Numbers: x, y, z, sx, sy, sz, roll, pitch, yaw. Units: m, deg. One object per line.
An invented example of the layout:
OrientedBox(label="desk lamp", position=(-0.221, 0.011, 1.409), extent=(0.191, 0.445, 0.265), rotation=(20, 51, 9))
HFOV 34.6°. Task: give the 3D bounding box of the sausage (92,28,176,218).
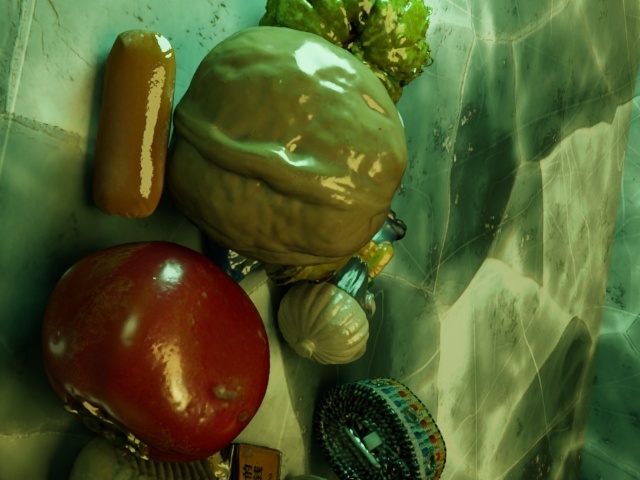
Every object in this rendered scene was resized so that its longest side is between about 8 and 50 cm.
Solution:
OrientedBox(label="sausage", position=(-0.271, -0.170, 1.505), extent=(0.105, 0.105, 0.275), rotation=(3, 95, -56))

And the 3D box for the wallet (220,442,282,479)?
OrientedBox(label="wallet", position=(-0.127, 0.474, 1.902), extent=(0.161, 0.042, 0.196), rotation=(27, 60, -55))

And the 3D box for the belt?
OrientedBox(label="belt", position=(0.136, 0.413, 2.099), extent=(0.207, 0.295, 0.160), rotation=(-55, 153, 19))

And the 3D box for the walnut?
OrientedBox(label="walnut", position=(-0.051, -0.138, 1.579), extent=(0.381, 0.381, 0.381), rotation=(-20, 115, -52))

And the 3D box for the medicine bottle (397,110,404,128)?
OrientedBox(label="medicine bottle", position=(0.050, -0.188, 1.936), extent=(0.225, 0.139, 0.139), rotation=(-28, 121, -49))

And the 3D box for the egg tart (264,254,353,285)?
OrientedBox(label="egg tart", position=(0.000, 0.000, 1.843), extent=(0.106, 0.241, 0.241), rotation=(45, 56, -13))

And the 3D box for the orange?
OrientedBox(label="orange", position=(0.039, -0.358, 1.766), extent=(0.300, 0.223, 0.301), rotation=(33, 107, -27))

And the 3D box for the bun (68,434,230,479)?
OrientedBox(label="bun", position=(-0.261, 0.412, 1.551), extent=(0.281, 0.281, 0.205), rotation=(10, 102, -56))

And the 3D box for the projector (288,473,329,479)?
OrientedBox(label="projector", position=(0.020, 0.644, 2.017), extent=(0.249, 0.248, 0.249), rotation=(-56, 139, -30))

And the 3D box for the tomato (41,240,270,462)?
OrientedBox(label="tomato", position=(-0.234, 0.158, 1.471), extent=(0.325, 0.293, 0.290), rotation=(45, 56, -29))

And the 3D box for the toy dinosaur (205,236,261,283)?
OrientedBox(label="toy dinosaur", position=(-0.176, 0.024, 1.725), extent=(0.188, 0.075, 0.248), rotation=(-50, 123, -29))

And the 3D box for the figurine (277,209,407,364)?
OrientedBox(label="figurine", position=(0.037, 0.077, 1.963), extent=(0.204, 0.185, 0.332), rotation=(31, 69, -47))
